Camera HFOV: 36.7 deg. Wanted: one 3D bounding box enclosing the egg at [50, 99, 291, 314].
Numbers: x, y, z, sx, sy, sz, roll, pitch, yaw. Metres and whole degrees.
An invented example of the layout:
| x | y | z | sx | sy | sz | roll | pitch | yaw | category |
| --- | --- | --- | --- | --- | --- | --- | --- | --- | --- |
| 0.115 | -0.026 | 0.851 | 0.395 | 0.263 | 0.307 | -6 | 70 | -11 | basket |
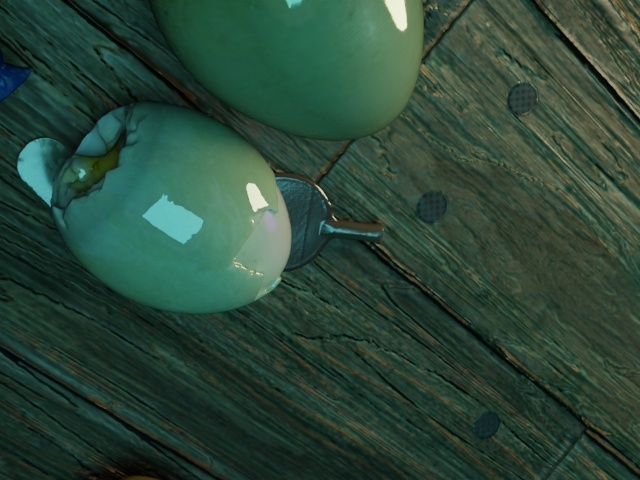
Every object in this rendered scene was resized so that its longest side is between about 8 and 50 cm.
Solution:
| x | y | z | sx | sy | sz | roll | pitch | yaw | category |
| --- | --- | --- | --- | --- | --- | --- | --- | --- | --- |
| -0.124 | -0.020 | 0.883 | 0.217 | 0.183 | 0.183 | 39 | 93 | -31 | egg |

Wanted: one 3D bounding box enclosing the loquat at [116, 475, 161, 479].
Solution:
| x | y | z | sx | sy | sz | roll | pitch | yaw | category |
| --- | --- | --- | --- | --- | --- | --- | --- | --- | --- |
| -0.192 | 0.318 | 0.998 | 0.163 | 0.137 | 0.163 | -15 | 129 | -20 | loquat |

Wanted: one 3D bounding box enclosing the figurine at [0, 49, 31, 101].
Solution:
| x | y | z | sx | sy | sz | roll | pitch | yaw | category |
| --- | --- | --- | --- | --- | --- | --- | --- | --- | --- |
| -0.357 | -0.203 | 0.772 | 0.164 | 0.121 | 0.262 | -42 | 114 | 2 | figurine |

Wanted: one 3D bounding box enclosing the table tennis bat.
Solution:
| x | y | z | sx | sy | sz | roll | pitch | yaw | category |
| --- | --- | --- | --- | --- | --- | --- | --- | --- | --- |
| 0.000 | 0.000 | 0.967 | 0.169 | 0.119 | 0.108 | 5 | 107 | -19 | table tennis bat |

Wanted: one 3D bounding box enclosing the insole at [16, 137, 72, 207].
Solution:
| x | y | z | sx | sy | sz | roll | pitch | yaw | category |
| --- | --- | --- | --- | --- | --- | --- | --- | --- | --- |
| -0.223 | -0.020 | 0.944 | 0.065 | 0.006 | 0.193 | -38 | 115 | -3 | insole |

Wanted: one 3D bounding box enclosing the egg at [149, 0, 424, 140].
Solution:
| x | y | z | sx | sy | sz | roll | pitch | yaw | category |
| --- | --- | --- | --- | --- | --- | --- | --- | --- | --- |
| -0.019 | -0.204 | 0.839 | 0.218 | 0.218 | 0.295 | -47 | 129 | 1 | egg |
